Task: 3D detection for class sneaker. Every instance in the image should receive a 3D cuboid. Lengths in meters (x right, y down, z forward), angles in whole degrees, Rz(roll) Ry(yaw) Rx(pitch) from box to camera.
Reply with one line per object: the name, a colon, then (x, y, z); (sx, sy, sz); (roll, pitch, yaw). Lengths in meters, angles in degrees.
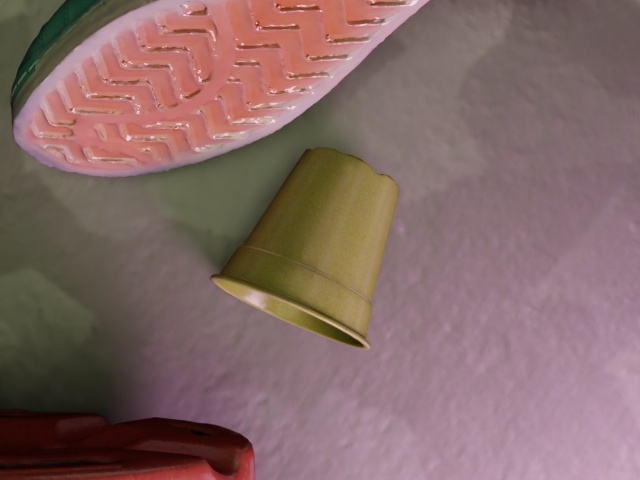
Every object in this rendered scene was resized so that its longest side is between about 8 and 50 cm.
sneaker: (-0.022, -0.143, 0.462); (0.302, 0.108, 0.121); (-32, 53, 20)

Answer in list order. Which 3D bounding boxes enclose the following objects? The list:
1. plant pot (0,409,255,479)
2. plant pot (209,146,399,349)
plant pot: (-0.131, 0.211, 0.419); (0.272, 0.272, 0.265); (1, 86, -5)
plant pot: (0.000, 0.000, 0.498); (0.083, 0.083, 0.079); (24, 80, -6)
